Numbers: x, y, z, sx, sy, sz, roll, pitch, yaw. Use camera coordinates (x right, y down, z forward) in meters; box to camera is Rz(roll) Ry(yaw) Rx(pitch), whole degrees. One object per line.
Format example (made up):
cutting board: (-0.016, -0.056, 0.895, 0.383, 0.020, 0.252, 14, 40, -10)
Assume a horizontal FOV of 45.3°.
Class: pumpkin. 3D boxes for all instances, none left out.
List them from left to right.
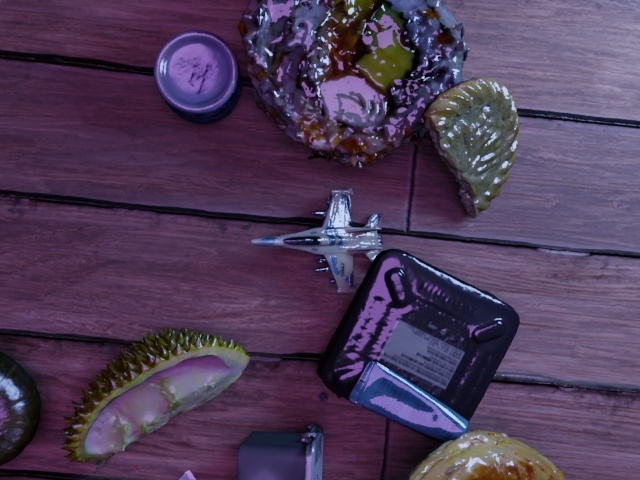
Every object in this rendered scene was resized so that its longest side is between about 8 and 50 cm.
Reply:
pumpkin: (-0.591, 0.287, 1.300, 0.224, 0.157, 0.223, -2, 95, -18)

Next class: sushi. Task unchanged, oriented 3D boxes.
sushi: (0.068, -0.326, 1.337, 0.418, 0.176, 0.417, 0, 89, -4)

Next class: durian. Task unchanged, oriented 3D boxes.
durian: (-0.294, 0.262, 1.320, 0.352, 0.158, 0.169, -33, 102, -7)

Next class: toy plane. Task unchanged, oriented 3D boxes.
toy plane: (-0.004, 0.001, 1.362, 0.262, 0.088, 0.192, -1, 86, -17)

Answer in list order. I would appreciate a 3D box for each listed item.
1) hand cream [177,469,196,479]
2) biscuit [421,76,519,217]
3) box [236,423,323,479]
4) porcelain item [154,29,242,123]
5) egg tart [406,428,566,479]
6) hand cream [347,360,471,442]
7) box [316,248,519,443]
hand cream: (-0.267, 0.489, 1.368, 0.142, 0.053, 0.084, -37, 91, -18)
biscuit: (0.282, -0.179, 1.334, 0.187, 0.036, 0.273, -50, 134, -10)
box: (-0.070, 0.443, 1.324, 0.135, 0.163, 0.243, 2, 89, 6)
porcelain item: (-0.213, -0.286, 1.354, 0.147, 0.114, 0.147, 0, 88, -1)
egg tart: (0.257, 0.540, 1.288, 0.443, 0.178, 0.443, 4, 80, -26)
hand cream: (0.162, 0.292, 1.319, 0.224, 0.048, 0.083, 29, 93, -2)
box: (0.176, 0.190, 1.360, 0.290, 0.073, 0.289, 27, 94, -8)
